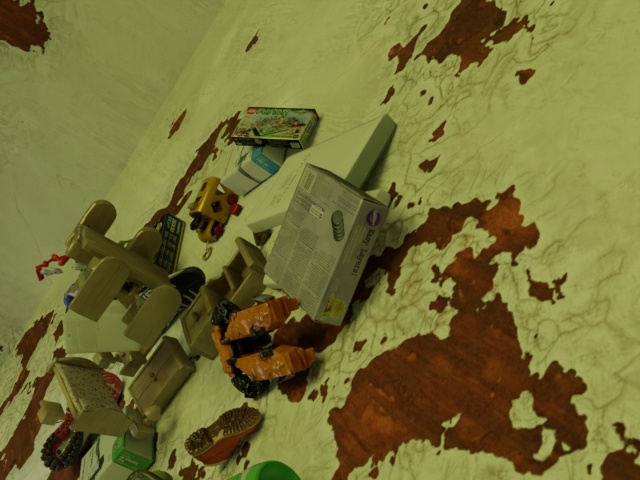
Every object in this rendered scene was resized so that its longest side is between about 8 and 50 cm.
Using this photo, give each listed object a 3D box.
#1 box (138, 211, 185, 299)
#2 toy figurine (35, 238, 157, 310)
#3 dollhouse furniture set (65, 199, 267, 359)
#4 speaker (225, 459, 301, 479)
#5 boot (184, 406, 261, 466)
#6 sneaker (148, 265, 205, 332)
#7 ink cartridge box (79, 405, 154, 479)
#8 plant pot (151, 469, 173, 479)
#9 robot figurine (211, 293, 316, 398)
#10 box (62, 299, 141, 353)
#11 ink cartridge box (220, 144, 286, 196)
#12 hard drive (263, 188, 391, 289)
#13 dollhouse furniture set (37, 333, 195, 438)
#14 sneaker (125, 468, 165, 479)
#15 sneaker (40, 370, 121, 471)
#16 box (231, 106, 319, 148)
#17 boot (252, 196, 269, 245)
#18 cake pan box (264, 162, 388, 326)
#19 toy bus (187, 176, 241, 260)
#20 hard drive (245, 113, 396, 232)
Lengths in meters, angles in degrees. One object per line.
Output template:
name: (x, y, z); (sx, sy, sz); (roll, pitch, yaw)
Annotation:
box: (-0.531, 0.105, 2.544); (0.257, 0.079, 0.322); (-39, 32, 31)
toy figurine: (-0.627, 0.133, 2.458); (0.362, 0.217, 0.191); (-11, 16, -1)
dollhouse furniture set: (-0.347, 0.058, 1.902); (0.256, 0.394, 0.362); (-54, 26, 8)
speaker: (-0.155, 0.485, 1.405); (0.296, 0.131, 0.131); (-42, 30, 30)
boot: (-0.179, 0.386, 1.634); (0.158, 0.084, 0.059); (-28, 39, -1)
sneaker: (-0.403, 0.122, 2.268); (0.281, 0.106, 0.162); (-42, 27, 31)
ink cartridge box: (-0.488, 0.525, 1.992); (0.208, 0.087, 0.153); (-50, 26, 18)
plant pot: (-0.347, 0.530, 1.761); (0.083, 0.083, 0.079); (-40, 20, 33)
robot figurine: (-0.124, 0.202, 1.641); (0.291, 0.085, 0.211); (-22, 85, 59)
box: (-0.504, 0.201, 1.965); (0.130, 0.170, 0.091); (-102, 11, -77)
ink cartridge box: (-0.177, -0.226, 2.273); (0.190, 0.082, 0.140); (-30, 38, 41)
hard drive: (0.007, 0.004, 1.740); (0.318, 0.040, 0.210); (-5, 57, 59)
dollhouse furniture set: (-0.493, 0.282, 1.930); (0.174, 0.355, 0.303); (-53, 48, 12)
sneaker: (-0.271, 0.529, 1.627); (0.227, 0.130, 0.087); (17, 70, 35)
sneaker: (-0.661, 0.494, 2.313); (0.299, 0.121, 0.112); (-54, -6, -10)
box: (-0.118, -0.294, 2.165); (0.207, 0.036, 0.114); (6, 55, 28)
boot: (-0.139, -0.050, 2.063); (0.106, 0.037, 0.114); (-65, 20, 18)
cake pan box: (0.000, 0.000, 1.598); (0.267, 0.070, 0.246); (36, 106, 58)
toy bus: (-0.317, -0.080, 2.332); (0.191, 0.104, 0.202); (-49, 27, 20)
hard drive: (-0.005, -0.143, 1.853); (0.353, 0.047, 0.233); (-17, 35, 51)
